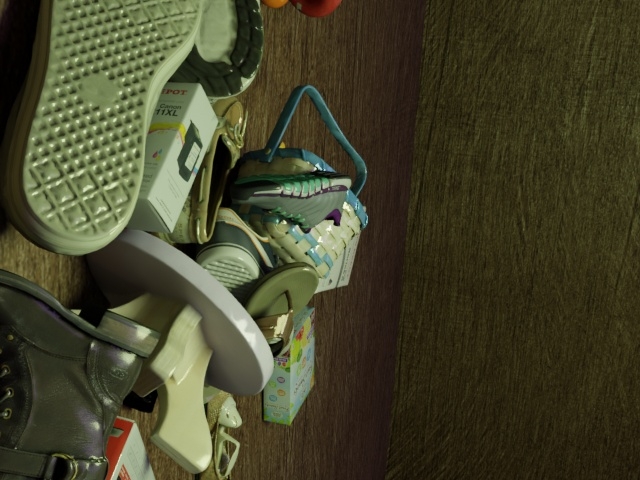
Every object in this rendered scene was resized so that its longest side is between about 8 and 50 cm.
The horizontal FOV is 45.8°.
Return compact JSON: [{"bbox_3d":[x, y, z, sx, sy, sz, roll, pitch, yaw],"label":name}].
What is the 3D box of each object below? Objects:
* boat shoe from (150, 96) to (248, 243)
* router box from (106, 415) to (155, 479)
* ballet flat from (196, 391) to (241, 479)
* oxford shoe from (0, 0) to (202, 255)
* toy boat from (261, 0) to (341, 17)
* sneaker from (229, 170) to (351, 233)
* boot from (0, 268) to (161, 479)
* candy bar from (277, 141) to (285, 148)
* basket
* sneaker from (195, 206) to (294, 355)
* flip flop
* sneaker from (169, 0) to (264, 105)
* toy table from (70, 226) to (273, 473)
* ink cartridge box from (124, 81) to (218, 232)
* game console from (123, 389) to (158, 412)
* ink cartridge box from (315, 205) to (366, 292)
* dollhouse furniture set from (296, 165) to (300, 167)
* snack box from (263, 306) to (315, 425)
[{"bbox_3d":[-0.163,-0.109,1.138,0.104,0.089,0.285,74,29,-54],"label":"boat shoe"},{"bbox_3d":[-0.278,0.390,0.846,0.335,0.082,0.301,97,8,-54],"label":"router box"},{"bbox_3d":[-0.173,0.340,1.348,0.073,0.067,0.206,-15,111,-71],"label":"ballet flat"},{"bbox_3d":[-0.238,-0.180,0.813,0.130,0.169,0.449,-31,-136,51],"label":"oxford shoe"},{"bbox_3d":[-0.051,-0.470,1.328,0.151,0.151,0.231,-49,157,-5],"label":"toy boat"},{"bbox_3d":[-0.041,-0.052,1.172,0.224,0.083,0.098,-8,108,-39],"label":"sneaker"},{"bbox_3d":[-0.283,0.150,0.674,0.091,0.263,0.228,-2,-115,65],"label":"boot"},{"bbox_3d":[-0.071,-0.129,1.569,0.161,0.018,0.040,81,27,-46],"label":"candy bar"},{"bbox_3d":[-0.029,-0.098,1.356,0.254,0.201,0.288,51,59,-40],"label":"basket"},{"bbox_3d":[-0.120,0.075,1.261,0.321,0.126,0.127,76,5,-50],"label":"sneaker"},{"bbox_3d":[-0.096,0.150,1.156,0.277,0.080,0.112,-46,140,-8],"label":"flip flop"},{"bbox_3d":[-0.151,-0.372,1.071,0.182,0.158,0.410,150,-49,-71],"label":"sneaker"},{"bbox_3d":[-0.201,0.131,0.893,0.161,0.274,0.252,-56,-178,-42],"label":"toy table"},{"bbox_3d":[-0.214,-0.104,0.899,0.072,0.128,0.175,69,32,-54],"label":"ink cartridge box"},{"bbox_3d":[-0.220,0.168,1.159,0.361,0.044,0.213,62,41,-63],"label":"game console"},{"bbox_3d":[0.000,0.000,1.669,0.273,0.115,0.198,-2,107,-74],"label":"ink cartridge box"},{"bbox_3d":[-0.068,-0.076,1.500,0.058,0.076,0.151,56,45,-62],"label":"dollhouse furniture set"},{"bbox_3d":[-0.067,0.271,1.674,0.174,0.070,0.207,-52,148,-61],"label":"snack box"}]
